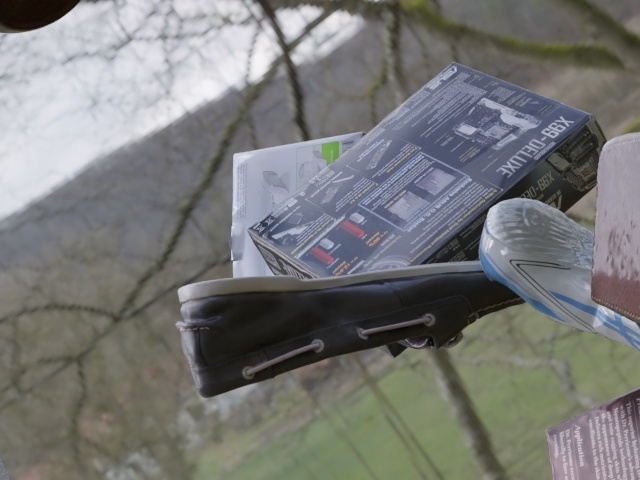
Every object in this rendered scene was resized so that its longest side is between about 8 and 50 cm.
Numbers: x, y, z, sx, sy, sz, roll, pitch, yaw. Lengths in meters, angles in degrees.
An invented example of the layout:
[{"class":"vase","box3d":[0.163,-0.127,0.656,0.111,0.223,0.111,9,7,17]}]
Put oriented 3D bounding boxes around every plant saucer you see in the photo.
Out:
[{"class":"plant saucer","box3d":[-0.344,-0.320,1.769,0.199,0.036,0.198,-30,-28,-18]}]

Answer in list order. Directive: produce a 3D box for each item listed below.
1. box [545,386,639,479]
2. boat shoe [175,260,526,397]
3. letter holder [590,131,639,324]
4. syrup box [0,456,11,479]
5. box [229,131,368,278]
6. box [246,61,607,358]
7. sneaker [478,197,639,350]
[{"class":"box","box3d":[0.365,0.252,1.489,0.167,0.168,0.203,21,-38,-35]},{"class":"boat shoe","box3d":[0.037,0.073,1.260,0.335,0.095,0.112,-4,-5,-23]},{"class":"letter holder","box3d":[0.293,-0.042,0.922,0.152,0.214,0.302,-1,7,-8]},{"class":"syrup box","box3d":[-0.183,0.207,0.743,0.096,0.237,0.093,-18,-20,-30]},{"class":"box","box3d":[0.000,0.000,2.009,0.231,0.261,0.127,-8,-11,37]},{"class":"box","box3d":[0.109,-0.043,1.498,0.307,0.076,0.242,-40,35,-14]},{"class":"sneaker","box3d":[0.231,0.045,1.171,0.085,0.237,0.086,-40,-34,-29]}]
